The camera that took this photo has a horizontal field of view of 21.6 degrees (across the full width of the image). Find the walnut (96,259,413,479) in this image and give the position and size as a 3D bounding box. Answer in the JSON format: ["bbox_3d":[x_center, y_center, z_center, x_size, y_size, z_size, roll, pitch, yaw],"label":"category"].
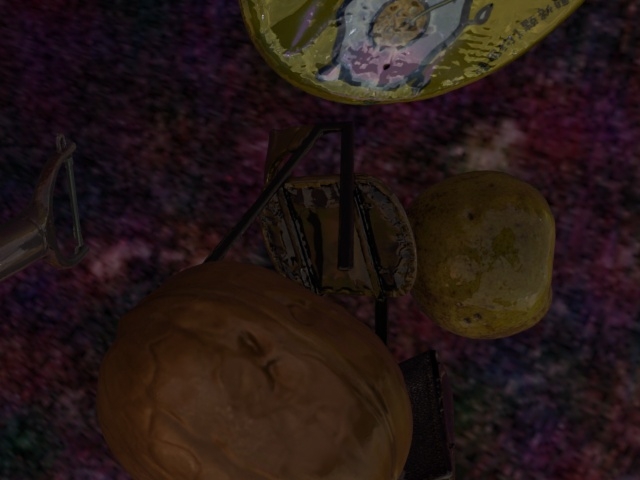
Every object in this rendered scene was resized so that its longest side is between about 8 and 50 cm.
[{"bbox_3d":[-0.047,0.118,1.183,0.225,0.193,0.193,26,89,0],"label":"walnut"}]

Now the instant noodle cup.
[{"bbox_3d":[0.023,-0.168,0.680,0.182,0.144,0.182,-18,139,-17],"label":"instant noodle cup"}]

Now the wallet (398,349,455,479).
[{"bbox_3d":[0.037,0.224,1.748,0.221,0.262,0.071,-21,109,9],"label":"wallet"}]

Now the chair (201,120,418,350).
[{"bbox_3d":[0.000,0.000,1.522,0.247,0.172,0.159,-66,149,-44],"label":"chair"}]

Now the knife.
[{"bbox_3d":[-0.280,0.003,1.413,0.278,0.053,0.123,-35,122,-52],"label":"knife"}]

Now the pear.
[{"bbox_3d":[0.180,0.016,1.954,0.197,0.197,0.197,-10,108,-30],"label":"pear"}]
